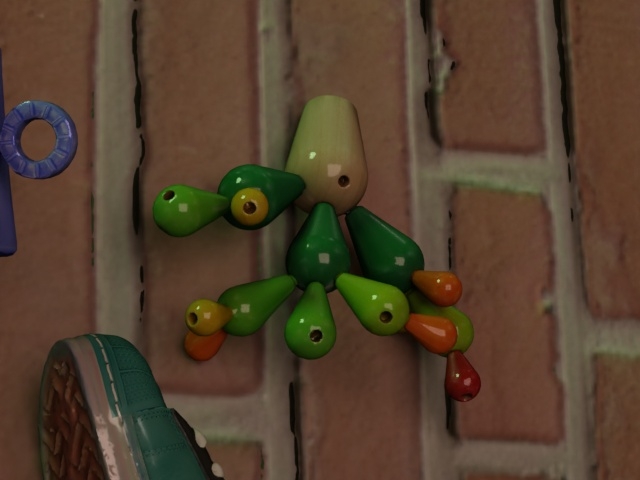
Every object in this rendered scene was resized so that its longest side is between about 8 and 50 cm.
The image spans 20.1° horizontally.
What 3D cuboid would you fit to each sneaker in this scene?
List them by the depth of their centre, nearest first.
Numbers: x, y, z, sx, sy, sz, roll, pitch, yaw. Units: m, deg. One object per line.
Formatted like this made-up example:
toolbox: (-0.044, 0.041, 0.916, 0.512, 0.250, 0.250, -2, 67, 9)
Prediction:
sneaker: (-0.057, 0.184, 0.966, 0.121, 0.108, 0.302, -20, 93, -29)

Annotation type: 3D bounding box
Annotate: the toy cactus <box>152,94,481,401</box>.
toy cactus: (0.000, 0.000, 1.054, 0.219, 0.112, 0.181, 18, 51, -17)

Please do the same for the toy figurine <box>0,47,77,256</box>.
toy figurine: (-0.221, -0.013, 0.844, 0.217, 0.191, 0.363, -6, 85, 0)
